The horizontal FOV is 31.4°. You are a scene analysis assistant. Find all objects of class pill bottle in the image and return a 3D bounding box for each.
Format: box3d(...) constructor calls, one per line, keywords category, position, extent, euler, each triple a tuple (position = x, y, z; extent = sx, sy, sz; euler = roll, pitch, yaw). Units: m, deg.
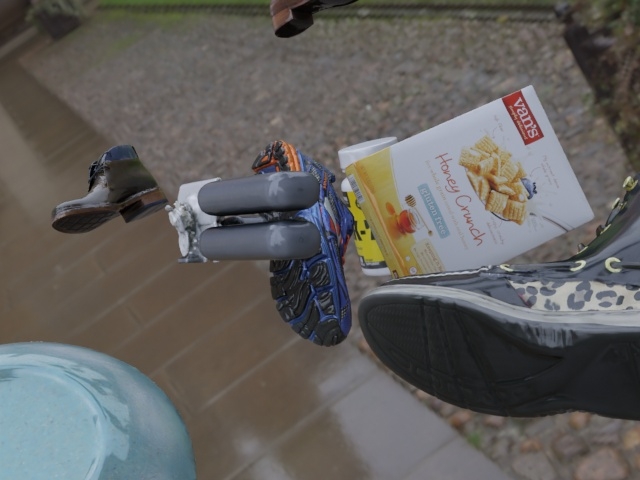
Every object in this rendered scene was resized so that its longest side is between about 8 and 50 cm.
box3d(category="pill bottle", position=(0.101, -0.056, 1.849), extent=(0.119, 0.209, 0.119), euler=(-14, 9, 2))

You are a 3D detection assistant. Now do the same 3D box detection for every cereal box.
box3d(category="cereal box", position=(0.169, -0.052, 1.280), extent=(0.240, 0.173, 0.047), euler=(-25, -1, -15))

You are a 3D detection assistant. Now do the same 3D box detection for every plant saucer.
box3d(category="plant saucer", position=(-0.162, 0.117, 0.588), extent=(0.194, 0.037, 0.195), euler=(2, 46, -2))

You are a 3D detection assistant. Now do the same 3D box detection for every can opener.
box3d(category="can opener", position=(-0.062, -0.019, 0.954), extent=(0.093, 0.074, 0.280), euler=(-3, 0, -22))

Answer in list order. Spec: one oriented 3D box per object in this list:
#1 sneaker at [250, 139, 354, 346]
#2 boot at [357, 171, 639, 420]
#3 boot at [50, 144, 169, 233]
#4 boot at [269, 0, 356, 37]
box3d(category="sneaker", position=(0.000, 0.000, 1.097), extent=(0.083, 0.087, 0.221), euler=(-41, 50, 41))
box3d(category="boot", position=(0.160, 0.024, 0.704), extent=(0.236, 0.085, 0.178), euler=(3, 35, 33))
box3d(category="boot", position=(-0.321, -0.076, 1.636), extent=(0.082, 0.106, 0.219), euler=(-31, -9, 32))
box3d(category="boot", position=(-0.009, -0.220, 0.826), extent=(0.106, 0.114, 0.037), euler=(-24, -20, 35))
